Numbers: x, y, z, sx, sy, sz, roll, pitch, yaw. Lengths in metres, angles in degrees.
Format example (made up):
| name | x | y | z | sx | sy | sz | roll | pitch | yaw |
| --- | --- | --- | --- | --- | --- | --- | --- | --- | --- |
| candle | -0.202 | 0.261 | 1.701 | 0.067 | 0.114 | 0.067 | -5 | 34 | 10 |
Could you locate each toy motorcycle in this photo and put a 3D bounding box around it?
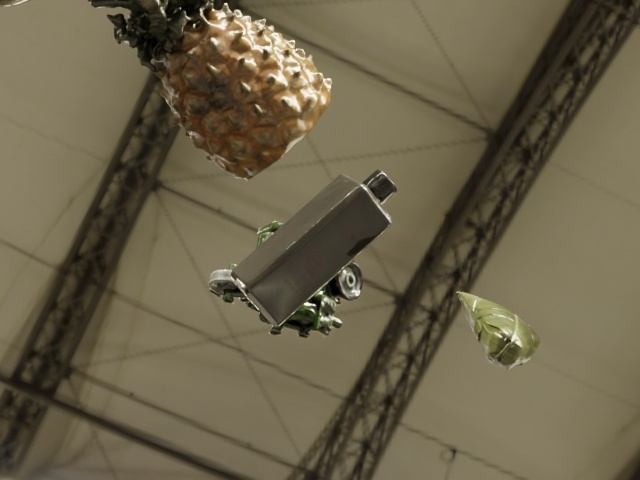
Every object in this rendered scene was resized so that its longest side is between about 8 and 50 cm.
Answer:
| name | x | y | z | sx | sy | sz | roll | pitch | yaw |
| --- | --- | --- | --- | --- | --- | --- | --- | --- | --- |
| toy motorcycle | -0.049 | 0.054 | 1.852 | 0.275 | 0.205 | 0.127 | 28 | -29 | -37 |

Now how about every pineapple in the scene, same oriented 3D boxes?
| name | x | y | z | sx | sy | sz | roll | pitch | yaw |
| --- | --- | --- | --- | --- | --- | --- | --- | --- | --- |
| pineapple | -0.147 | -0.222 | 1.186 | 0.340 | 0.169 | 0.169 | 43 | -45 | -15 |

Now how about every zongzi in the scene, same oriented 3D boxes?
| name | x | y | z | sx | sy | sz | roll | pitch | yaw |
| --- | --- | --- | --- | --- | --- | --- | --- | --- | --- |
| zongzi | 0.200 | 0.106 | 1.360 | 0.130 | 0.154 | 0.062 | 42 | -76 | 18 |

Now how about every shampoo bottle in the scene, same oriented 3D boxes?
| name | x | y | z | sx | sy | sz | roll | pitch | yaw |
| --- | --- | --- | --- | --- | --- | --- | --- | --- | --- |
| shampoo bottle | 0.000 | 0.000 | 1.456 | 0.080 | 0.246 | 0.079 | 51 | -7 | -27 |

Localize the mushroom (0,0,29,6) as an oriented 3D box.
| name | x | y | z | sx | sy | sz | roll | pitch | yaw |
| --- | --- | --- | --- | --- | --- | --- | --- | --- | --- |
| mushroom | -0.402 | -0.379 | 1.384 | 0.166 | 0.166 | 0.127 | 17 | -10 | 2 |
